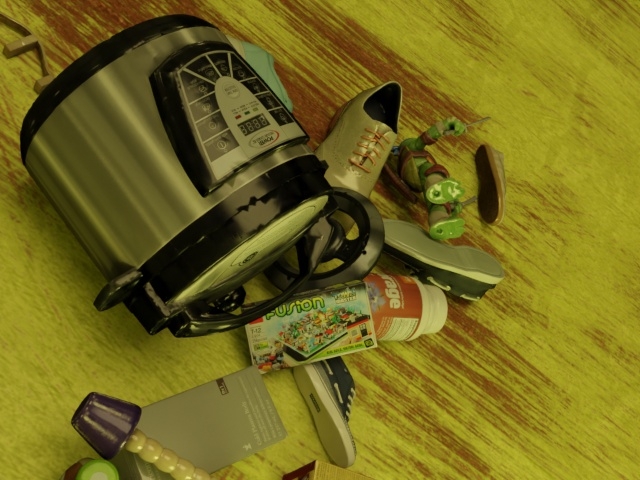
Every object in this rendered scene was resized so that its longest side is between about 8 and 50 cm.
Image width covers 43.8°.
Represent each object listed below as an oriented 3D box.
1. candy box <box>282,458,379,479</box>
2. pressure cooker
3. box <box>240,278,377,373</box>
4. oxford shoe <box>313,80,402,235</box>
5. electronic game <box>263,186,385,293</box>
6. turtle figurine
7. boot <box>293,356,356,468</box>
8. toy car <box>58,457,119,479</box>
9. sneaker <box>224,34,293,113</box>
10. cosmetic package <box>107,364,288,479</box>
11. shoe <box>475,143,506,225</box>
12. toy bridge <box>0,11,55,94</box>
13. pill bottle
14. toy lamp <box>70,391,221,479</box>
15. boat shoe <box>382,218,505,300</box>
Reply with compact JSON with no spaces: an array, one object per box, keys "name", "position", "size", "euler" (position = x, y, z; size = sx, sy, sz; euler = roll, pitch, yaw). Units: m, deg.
[{"name":"candy box","position":[0.043,0.399,1.228],"size":[0.186,0.109,0.053],"euler":[26,52,-20]},{"name":"pressure cooker","position":[-0.184,-0.072,1.193],"size":[0.420,0.370,0.375],"euler":[54,5,5]},{"name":"box","position":[-0.019,0.140,1.302],"size":[0.207,0.036,0.114],"euler":[-12,97,-8]},{"name":"oxford shoe","position":[0.065,-0.169,1.554],"size":[0.140,0.146,0.397],"euler":[30,52,-18]},{"name":"electronic game","position":[0.000,0.000,1.398],"size":[0.229,0.048,0.229],"euler":[-8,56,12]},{"name":"turtle figurine","position":[0.269,-0.135,1.611],"size":[0.274,0.198,0.266],"euler":[19,33,-16]},{"name":"boot","position":[0.032,0.275,1.320],"size":[0.086,0.069,0.190],"euler":[-13,69,-35]},{"name":"toy car","position":[-0.318,0.379,0.986],"size":[0.188,0.155,0.149],"euler":[-36,86,-29]},{"name":"sneaker","position":[-0.108,-0.229,1.486],"size":[0.150,0.135,0.366],"euler":[5,62,-28]},{"name":"cosmetic package","position":[-0.184,0.281,1.153],"size":[0.238,0.107,0.127],"euler":[-17,77,-42]},{"name":"shoe","position":[0.395,-0.125,1.794],"size":[0.058,0.076,0.219],"euler":[15,54,-20]},{"name":"toy bridge","position":[-0.508,-0.330,1.354],"size":[0.188,0.026,0.063],"euler":[49,47,1]},{"name":"pill bottle","position":[0.117,0.120,1.435],"size":[0.216,0.121,0.121],"euler":[5,61,-31]},{"name":"toy lamp","position":[-0.195,0.288,1.031],"size":[0.274,0.080,0.080],"euler":[39,49,-16]},{"name":"boat shoe","position":[0.220,0.048,1.565],"size":[0.302,0.091,0.114],"euler":[22,33,-19]}]
